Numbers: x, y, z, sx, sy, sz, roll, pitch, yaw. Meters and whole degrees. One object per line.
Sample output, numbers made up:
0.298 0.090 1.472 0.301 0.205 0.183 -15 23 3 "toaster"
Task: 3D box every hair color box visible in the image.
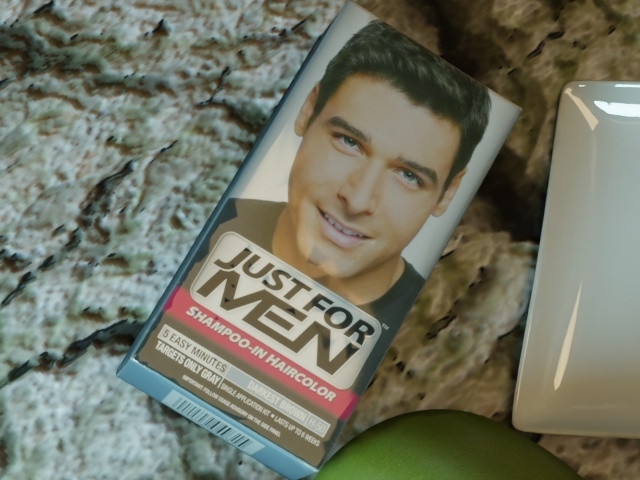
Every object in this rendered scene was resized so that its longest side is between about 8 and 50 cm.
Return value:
0.000 0.000 1.636 0.185 0.113 0.374 32 73 -5 "hair color box"

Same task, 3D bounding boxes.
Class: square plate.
0.362 0.023 1.668 0.347 0.049 0.344 3 71 24 "square plate"

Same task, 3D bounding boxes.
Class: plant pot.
0.141 0.278 1.497 0.275 0.293 0.275 1 87 -16 "plant pot"

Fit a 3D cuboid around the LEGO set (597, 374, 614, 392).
0.395 0.105 1.666 0.244 0.060 0.182 -36 60 -8 "LEGO set"
